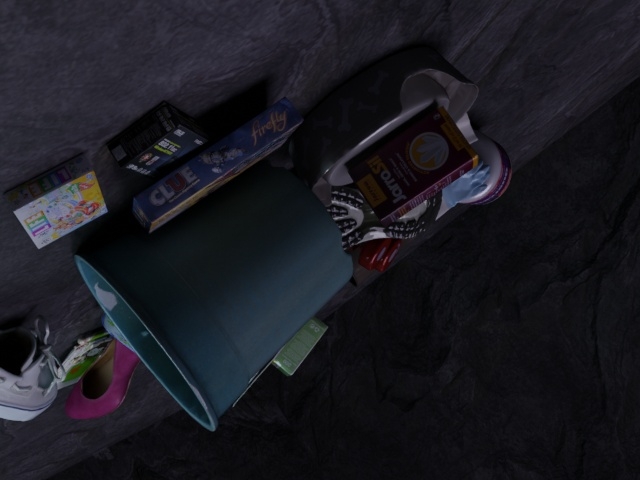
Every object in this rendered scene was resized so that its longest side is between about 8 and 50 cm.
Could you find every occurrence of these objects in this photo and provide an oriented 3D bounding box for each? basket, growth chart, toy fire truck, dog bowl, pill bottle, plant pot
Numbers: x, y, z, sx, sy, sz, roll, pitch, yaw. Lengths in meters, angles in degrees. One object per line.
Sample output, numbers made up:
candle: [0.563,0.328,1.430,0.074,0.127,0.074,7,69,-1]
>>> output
basket: [0.148,0.004,2.414,0.227,0.154,0.204,-36,171,-7]
growth chart: [-0.507,0.254,1.859,0.237,0.021,0.172,-48,165,34]
toy fire truck: [0.126,-0.075,2.027,0.254,0.169,0.302,-61,165,4]
dog bowl: [0.098,-0.195,1.456,0.349,0.102,0.349,-32,169,-7]
pill bottle: [0.387,-0.182,2.170,0.181,0.181,0.323,-37,169,17]
plant pot: [-0.149,0.065,1.356,0.334,0.341,0.341,-38,172,-20]

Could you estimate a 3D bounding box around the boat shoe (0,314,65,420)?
boat shoe: [-0.500,0.194,1.402,0.156,0.136,0.367,-36,160,0]

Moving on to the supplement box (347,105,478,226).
supplement box: [0.152,-0.119,1.394,0.188,0.104,0.081,-34,169,5]

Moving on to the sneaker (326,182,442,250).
sneaker: [0.033,-0.072,1.702,0.410,0.182,0.158,-4,112,-28]

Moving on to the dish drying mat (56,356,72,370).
dish drying mat: [-0.549,0.263,1.862,0.083,0.008,0.032,-37,170,25]

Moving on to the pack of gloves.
pack of gloves: [0.282,-0.156,1.937,0.232,0.195,0.046,-32,-163,-11]

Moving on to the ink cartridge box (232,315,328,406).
ink cartridge box: [-0.082,0.256,1.719,0.235,0.056,0.171,-52,177,-11]

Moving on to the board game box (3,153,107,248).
board game box: [-0.325,-0.046,1.061,0.103,0.026,0.154,-30,169,-15]

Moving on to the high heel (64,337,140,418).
high heel: [-0.463,0.255,1.798,0.377,0.127,0.181,-40,140,19]

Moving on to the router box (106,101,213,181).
router box: [-0.198,-0.121,1.069,0.092,0.038,0.122,-35,170,8]

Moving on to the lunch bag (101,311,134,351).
lunch bag: [-0.298,0.169,1.589,0.090,0.219,0.176,-51,180,-37]

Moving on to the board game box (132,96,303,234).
board game box: [-0.146,-0.099,1.173,0.243,0.042,0.165,-36,-176,-14]
